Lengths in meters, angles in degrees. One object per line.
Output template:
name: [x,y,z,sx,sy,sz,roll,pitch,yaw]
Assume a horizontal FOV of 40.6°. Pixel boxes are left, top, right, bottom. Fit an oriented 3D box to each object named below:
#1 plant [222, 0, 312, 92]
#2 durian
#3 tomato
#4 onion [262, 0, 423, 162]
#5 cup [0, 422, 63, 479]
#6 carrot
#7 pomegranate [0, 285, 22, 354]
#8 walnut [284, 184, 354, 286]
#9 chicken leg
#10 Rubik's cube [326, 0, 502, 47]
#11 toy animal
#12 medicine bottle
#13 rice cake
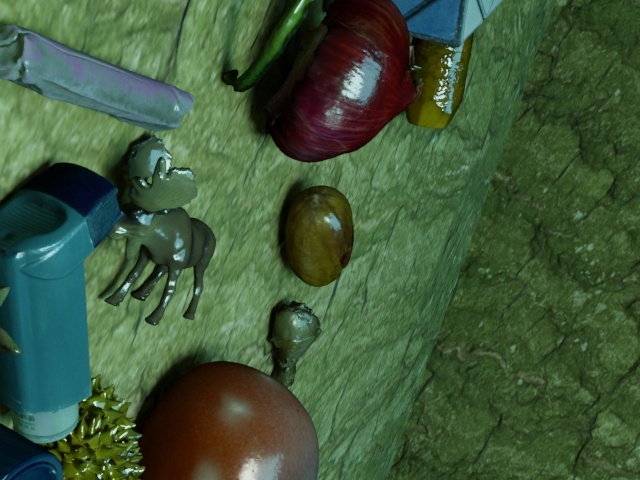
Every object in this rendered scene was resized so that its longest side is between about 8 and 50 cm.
plant: [0.037,-0.313,0.933,0.251,0.180,0.333,-164,-96,-66]
durian: [-0.246,0.269,0.920,0.183,0.138,0.249,-10,113,-57]
tomato: [-0.124,0.288,1.121,0.256,0.225,0.255,-34,132,-49]
onion: [0.026,-0.198,1.085,0.248,0.161,0.248,-44,180,0]
cup: [-0.303,0.202,0.687,0.150,0.138,0.113,-43,146,-51]
carrot: [0.221,-0.355,1.560,0.114,0.114,0.301,-27,129,-62]
pomegranate: [-0.296,0.097,0.613,0.169,0.149,0.148,-13,121,-65]
walnut: [0.000,0.000,1.321,0.115,0.116,0.207,-54,155,-36]
chicken leg: [-0.047,0.178,1.429,0.085,0.069,0.197,-45,155,-46]
Rubik's cube: [0.142,-0.408,1.167,0.207,0.205,0.205,-46,149,-46]
toy animal: [-0.170,-0.010,0.926,0.186,0.094,0.214,-67,167,4]
medicine bottle: [-0.246,0.064,0.790,0.124,0.079,0.258,-42,146,-53]
rice cake: [-0.196,-0.137,0.771,0.270,0.055,0.048,8,97,-67]
